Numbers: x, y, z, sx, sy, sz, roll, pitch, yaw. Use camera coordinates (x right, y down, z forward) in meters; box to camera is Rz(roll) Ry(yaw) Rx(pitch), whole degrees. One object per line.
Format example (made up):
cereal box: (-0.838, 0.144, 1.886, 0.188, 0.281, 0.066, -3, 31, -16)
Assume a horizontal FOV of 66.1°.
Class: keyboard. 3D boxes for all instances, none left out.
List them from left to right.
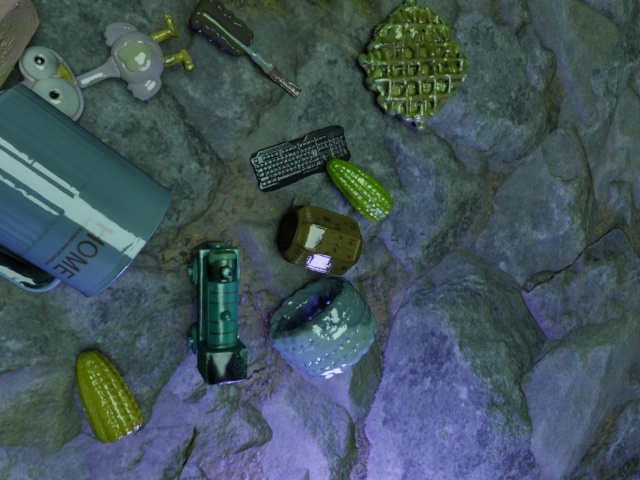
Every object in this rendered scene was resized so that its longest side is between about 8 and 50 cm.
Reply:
keyboard: (-0.044, -0.207, 1.223, 0.262, 0.016, 0.106, -23, 106, -21)

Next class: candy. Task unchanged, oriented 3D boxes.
candy: (-0.463, 0.324, 1.053, 0.106, 0.094, 0.199, -18, 98, 15)
candy: (0.094, -0.136, 1.258, 0.209, 0.096, 0.097, 40, 79, -21)

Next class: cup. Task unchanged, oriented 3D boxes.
cup: (-0.501, -0.080, 0.908, 0.311, 0.331, 0.257, 41, 50, -29)

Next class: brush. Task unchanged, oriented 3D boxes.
brush: (-0.158, -0.429, 1.126, 0.301, 0.071, 0.084, 32, 98, -34)

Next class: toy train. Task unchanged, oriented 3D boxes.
toy train: (-0.224, 0.154, 1.087, 0.120, 0.194, 0.298, -1, 96, -24)

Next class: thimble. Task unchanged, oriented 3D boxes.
thimble: (0.005, 0.214, 1.194, 0.250, 0.205, 0.172, -32, 111, 7)

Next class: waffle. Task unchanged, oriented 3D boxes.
waffle: (0.256, -0.468, 1.301, 0.297, 0.073, 0.317, 43, 78, -23)

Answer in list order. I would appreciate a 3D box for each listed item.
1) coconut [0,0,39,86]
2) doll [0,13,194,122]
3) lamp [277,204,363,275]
coconut: (-0.611, -0.396, 0.823, 0.233, 0.233, 0.245, 26, 88, -26)
doll: (-0.445, -0.334, 0.978, 0.365, 0.094, 0.160, -27, 104, -21)
lamp: (0.000, 0.000, 1.197, 0.185, 0.161, 0.161, 18, 89, -28)
